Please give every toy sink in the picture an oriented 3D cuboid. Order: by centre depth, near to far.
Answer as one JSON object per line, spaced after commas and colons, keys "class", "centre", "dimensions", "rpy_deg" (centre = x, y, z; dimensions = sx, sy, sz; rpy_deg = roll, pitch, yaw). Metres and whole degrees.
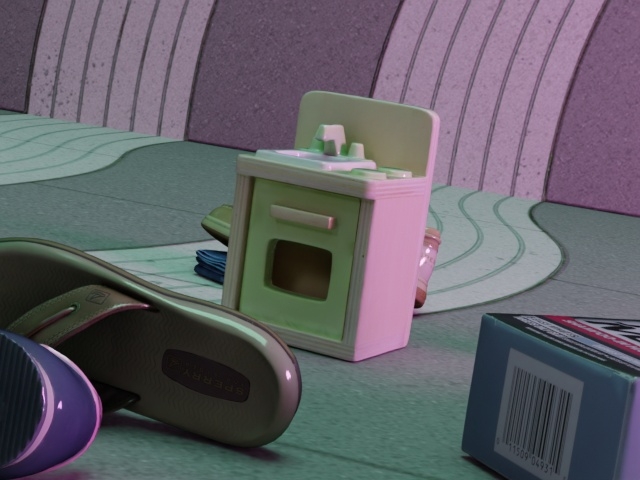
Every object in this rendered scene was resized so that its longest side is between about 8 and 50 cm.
{"class": "toy sink", "centre": [0.007, -0.020, 1.397], "dimensions": [0.152, 0.234, 0.131], "rpy_deg": [13, 10, 27]}

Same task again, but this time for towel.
{"class": "towel", "centre": [-0.084, 0.035, 1.638], "dimensions": [0.067, 0.029, 0.119], "rpy_deg": [2, 10, -40]}

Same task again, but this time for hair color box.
{"class": "hair color box", "centre": [0.314, 0.132, 1.078], "dimensions": [0.374, 0.114, 0.185], "rpy_deg": [5, 9, -26]}

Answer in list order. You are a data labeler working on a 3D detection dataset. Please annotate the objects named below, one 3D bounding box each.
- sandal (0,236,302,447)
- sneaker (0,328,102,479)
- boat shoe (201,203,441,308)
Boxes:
{"class": "sandal", "centre": [-0.162, 0.076, 1.030], "dimensions": [0.302, 0.120, 0.086], "rpy_deg": [11, 23, 18]}
{"class": "sneaker", "centre": [-0.287, 0.089, 0.926], "dimensions": [0.319, 0.112, 0.131], "rpy_deg": [14, -7, 21]}
{"class": "boat shoe", "centre": [0.000, 0.000, 1.658], "dimensions": [0.285, 0.089, 0.104], "rpy_deg": [16, -11, 23]}
